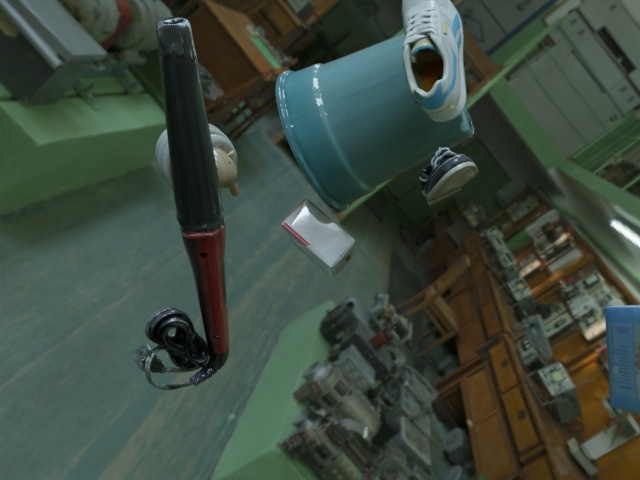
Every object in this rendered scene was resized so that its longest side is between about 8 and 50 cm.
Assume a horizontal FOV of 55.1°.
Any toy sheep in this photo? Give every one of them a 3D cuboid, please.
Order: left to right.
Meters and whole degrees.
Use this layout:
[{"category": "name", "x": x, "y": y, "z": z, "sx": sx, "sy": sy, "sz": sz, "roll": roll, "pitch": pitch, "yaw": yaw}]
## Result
[{"category": "toy sheep", "x": -0.134, "y": -0.085, "z": 0.660, "sx": 0.132, "sy": 0.091, "sz": 0.091, "roll": 23, "pitch": -6, "yaw": 39}]

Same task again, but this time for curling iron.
[{"category": "curling iron", "x": -0.086, "y": 0.000, "z": 0.390, "sx": 0.068, "sy": 0.274, "sz": 0.035, "roll": -18, "pitch": 45, "yaw": -32}]

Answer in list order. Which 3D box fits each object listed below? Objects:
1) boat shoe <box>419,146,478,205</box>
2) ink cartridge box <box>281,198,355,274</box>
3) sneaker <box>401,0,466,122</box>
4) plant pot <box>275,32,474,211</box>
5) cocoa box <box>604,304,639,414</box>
[{"category": "boat shoe", "x": 0.173, "y": -0.098, "z": 0.888, "sx": 0.065, "sy": 0.075, "sz": 0.206, "roll": 64, "pitch": 2, "yaw": 7}, {"category": "ink cartridge box", "x": 0.000, "y": 0.000, "z": 1.499, "sx": 0.158, "sy": 0.092, "sz": 0.218, "roll": 41, "pitch": -7, "yaw": 8}, {"category": "sneaker", "x": 0.164, "y": -0.296, "z": 0.915, "sx": 0.092, "sy": 0.087, "sz": 0.229, "roll": 22, "pitch": 56, "yaw": -58}, {"category": "plant pot", "x": 0.133, "y": -0.278, "z": 1.335, "sx": 0.341, "sy": 0.334, "sz": 0.341, "roll": 49, "pitch": 30, "yaw": -41}, {"category": "cocoa box", "x": 0.764, "y": 0.239, "z": 1.205, "sx": 0.347, "sy": 0.228, "sz": 0.231, "roll": 147, "pitch": -56, "yaw": -79}]
